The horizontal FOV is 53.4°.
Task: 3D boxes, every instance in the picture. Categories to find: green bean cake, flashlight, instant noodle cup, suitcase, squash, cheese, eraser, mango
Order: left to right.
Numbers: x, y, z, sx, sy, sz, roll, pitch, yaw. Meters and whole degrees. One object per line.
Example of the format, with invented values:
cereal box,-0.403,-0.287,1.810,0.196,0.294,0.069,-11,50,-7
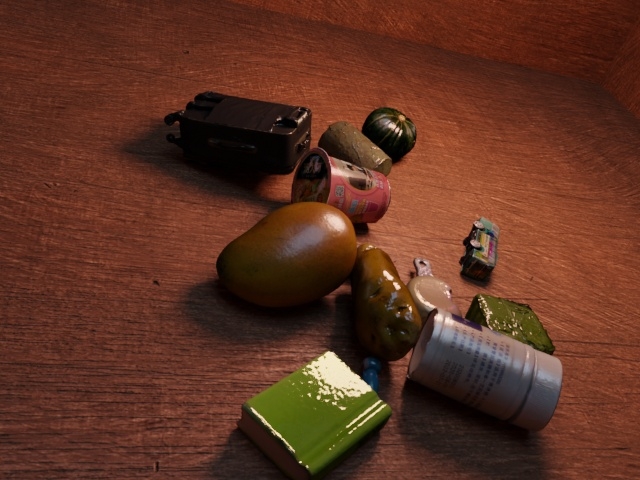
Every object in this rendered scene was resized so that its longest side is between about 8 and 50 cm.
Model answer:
suitcase,-0.242,-0.339,2.016,0.433,0.194,0.283,10,32,13
mango,-0.078,0.041,1.629,0.377,0.221,0.264,-18,60,-22
eraser,-0.009,0.372,1.341,0.210,0.092,0.274,39,39,23
instant noodle cup,0.071,-0.147,1.954,0.254,0.244,0.244,7,37,-31
flashlight,0.119,0.328,1.491,0.051,0.051,0.129,16,38,-6
squash,0.259,-0.401,2.395,0.218,0.173,0.218,19,32,-12
cheese,0.306,0.142,1.794,0.163,0.082,0.286,15,35,-8
green bean cake,0.502,0.248,1.707,0.200,0.113,0.214,16,27,-10

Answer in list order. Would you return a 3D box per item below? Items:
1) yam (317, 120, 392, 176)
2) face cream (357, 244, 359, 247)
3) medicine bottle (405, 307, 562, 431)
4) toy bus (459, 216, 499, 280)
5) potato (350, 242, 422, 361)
yam,0.123,-0.284,2.191,0.161,0.161,0.268,-14,48,-38
face cream,0.018,0.021,1.818,0.269,0.073,0.107,22,38,3
medicine bottle,0.393,0.309,1.526,0.332,0.190,0.190,23,36,4
toy bus,0.513,0.022,2.044,0.109,0.091,0.262,29,38,0
potato,0.146,0.146,1.610,0.195,0.176,0.369,46,16,-31
